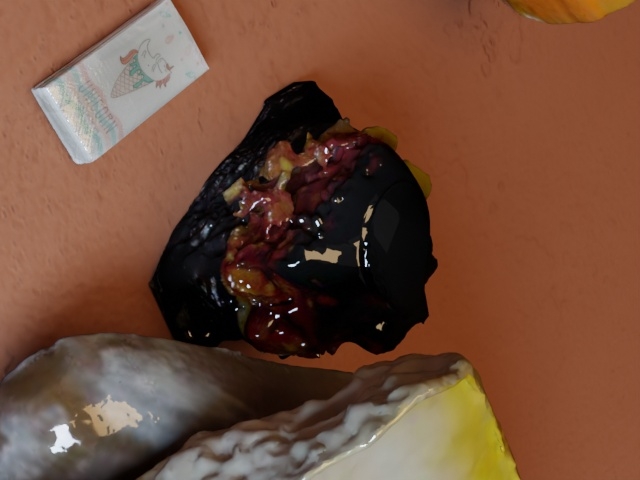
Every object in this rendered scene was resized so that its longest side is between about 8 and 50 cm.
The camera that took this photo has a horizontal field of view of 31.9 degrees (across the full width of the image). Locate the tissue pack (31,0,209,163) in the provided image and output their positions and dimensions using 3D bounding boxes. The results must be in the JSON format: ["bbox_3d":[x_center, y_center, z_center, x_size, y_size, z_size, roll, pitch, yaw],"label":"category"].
[{"bbox_3d":[-0.120,-0.099,0.687,0.108,0.023,0.056,-46,121,-31],"label":"tissue pack"}]

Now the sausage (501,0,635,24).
[{"bbox_3d":[0.143,-0.325,0.776,0.287,0.233,0.233,40,67,-37],"label":"sausage"}]

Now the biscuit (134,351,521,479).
[{"bbox_3d":[-0.049,0.273,0.635,0.429,0.104,0.446,-36,128,-8],"label":"biscuit"}]

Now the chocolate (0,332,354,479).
[{"bbox_3d":[-0.079,0.146,0.657,0.254,0.080,0.157,15,116,-39],"label":"chocolate"}]

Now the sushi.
[{"bbox_3d":[0.000,0.000,0.717,0.172,0.150,0.153,-37,116,-34],"label":"sushi"}]
